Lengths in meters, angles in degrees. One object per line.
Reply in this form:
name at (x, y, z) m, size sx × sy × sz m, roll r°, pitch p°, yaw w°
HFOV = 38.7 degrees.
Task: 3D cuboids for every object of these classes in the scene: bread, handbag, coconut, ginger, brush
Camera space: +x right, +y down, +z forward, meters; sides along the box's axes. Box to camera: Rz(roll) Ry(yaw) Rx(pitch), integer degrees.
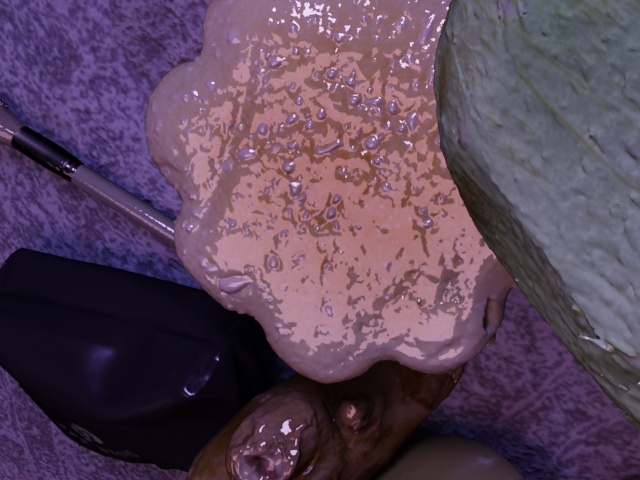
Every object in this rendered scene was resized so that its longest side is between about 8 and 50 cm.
bread at (0.025, -0.049, 0.615) m, size 0.315 × 0.054 × 0.316 m, roll 3°, pitch 104°, yaw 14°
handbag at (-0.197, 0.165, 0.962) m, size 0.342 × 0.152 × 0.288 m, roll 12°, pitch 141°, yaw 27°
coconut at (0.189, -0.081, 0.403) m, size 0.281 × 0.328 × 0.329 m, roll -17°, pitch 117°, yaw 4°
ginger at (-0.005, 0.169, 0.792) m, size 0.270 × 0.219 × 0.123 m, roll -46°, pitch 73°, yaw 6°
brush at (-0.220, -0.060, 0.874) m, size 0.299 × 0.042 × 0.039 m, roll 30°, pitch 149°, yaw 7°

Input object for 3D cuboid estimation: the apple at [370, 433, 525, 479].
apple at (0.117, 0.345, 0.813) m, size 0.257 × 0.233 × 0.295 m, roll -33°, pitch 101°, yaw 39°
